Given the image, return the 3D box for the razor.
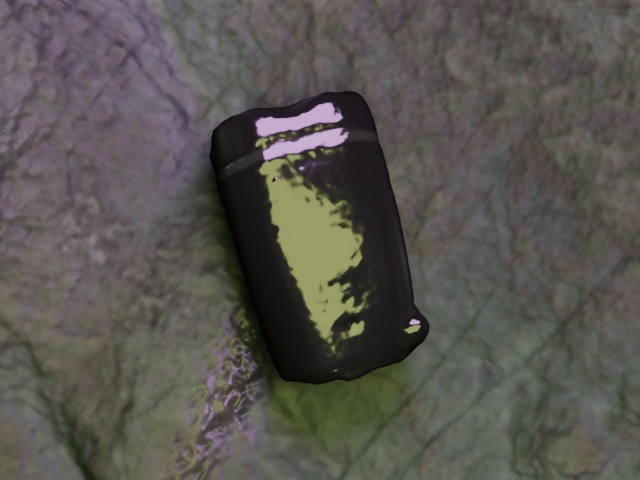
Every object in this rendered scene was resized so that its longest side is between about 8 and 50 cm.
[{"bbox_3d":[0.000,0.000,0.965,0.090,0.054,0.148,-14,88,-11],"label":"razor"}]
